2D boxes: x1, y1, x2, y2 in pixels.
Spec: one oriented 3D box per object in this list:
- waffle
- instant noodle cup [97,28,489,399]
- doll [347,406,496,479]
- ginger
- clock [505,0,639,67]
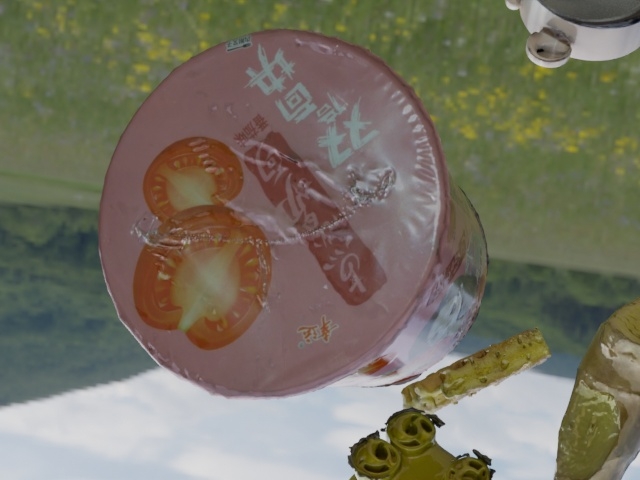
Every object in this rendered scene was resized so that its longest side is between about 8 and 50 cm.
[{"bbox_3d":[0.209,0.199,1.857,0.210,0.055,0.160,-23,170,-16],"label":"waffle"},{"bbox_3d":[0.000,0.000,0.917,0.243,0.243,0.231,9,172,21],"label":"instant noodle cup"},{"bbox_3d":[0.076,0.245,1.103,0.143,0.221,0.135,-34,-123,-31],"label":"doll"},{"bbox_3d":[0.235,0.175,1.059,0.086,0.295,0.131,19,180,20],"label":"ginger"},{"bbox_3d":[0.297,-0.275,1.423,0.155,0.229,0.063,33,149,18],"label":"clock"}]
